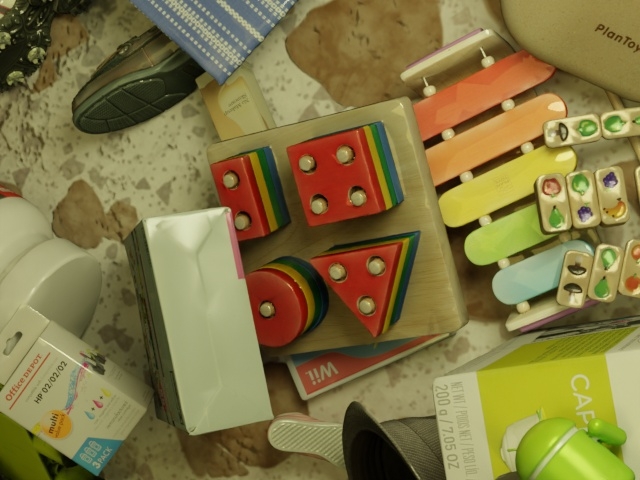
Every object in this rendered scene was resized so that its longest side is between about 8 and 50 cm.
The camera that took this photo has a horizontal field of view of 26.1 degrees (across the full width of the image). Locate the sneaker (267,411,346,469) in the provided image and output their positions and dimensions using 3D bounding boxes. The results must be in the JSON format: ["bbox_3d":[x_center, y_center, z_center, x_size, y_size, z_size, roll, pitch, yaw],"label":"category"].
[{"bbox_3d":[0.002,0.229,1.597,0.134,0.070,0.051,14,90,-7],"label":"sneaker"}]

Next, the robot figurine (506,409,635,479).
[{"bbox_3d":[0.208,0.192,1.123,0.115,0.067,0.101,40,104,18],"label":"robot figurine"}]

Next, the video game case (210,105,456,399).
[{"bbox_3d":[0.011,0.017,1.590,0.204,0.025,0.285,-26,83,22],"label":"video game case"}]

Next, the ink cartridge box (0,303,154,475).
[{"bbox_3d":[-0.291,0.166,1.539,0.181,0.061,0.104,35,105,-6],"label":"ink cartridge box"}]

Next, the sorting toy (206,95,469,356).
[{"bbox_3d":[0.000,0.000,1.491,0.257,0.089,0.255,-11,99,31],"label":"sorting toy"}]

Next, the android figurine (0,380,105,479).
[{"bbox_3d":[-0.384,0.238,1.689,0.273,0.056,0.248,20,142,30],"label":"android figurine"}]

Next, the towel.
[{"bbox_3d":[-0.082,-0.375,1.563,0.243,0.040,0.336,43,93,13],"label":"towel"}]

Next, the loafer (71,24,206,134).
[{"bbox_3d":[-0.184,-0.219,1.637,0.267,0.096,0.084,-28,63,15],"label":"loafer"}]

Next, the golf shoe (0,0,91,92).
[{"bbox_3d":[-0.384,-0.288,1.716,0.273,0.105,0.120,-43,61,13],"label":"golf shoe"}]

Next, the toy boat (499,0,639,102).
[{"bbox_3d":[0.292,-0.253,1.398,0.231,0.151,0.151,23,131,-15],"label":"toy boat"}]

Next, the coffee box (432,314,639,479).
[{"bbox_3d":[0.336,0.246,1.291,0.334,0.338,0.337,-10,89,23],"label":"coffee box"}]

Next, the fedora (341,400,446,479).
[{"bbox_3d":[0.129,0.262,1.452,0.124,0.275,0.243,-26,56,-19],"label":"fedora"}]

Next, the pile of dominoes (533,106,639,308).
[{"bbox_3d":[0.345,-0.043,1.383,0.251,0.040,0.196,-8,86,3],"label":"pile of dominoes"}]

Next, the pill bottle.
[{"bbox_3d":[-0.462,0.011,1.692,0.363,0.210,0.210,28,103,19],"label":"pill bottle"}]

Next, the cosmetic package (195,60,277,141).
[{"bbox_3d":[-0.095,-0.152,1.604,0.060,0.041,0.115,-33,67,19],"label":"cosmetic package"}]

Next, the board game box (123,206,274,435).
[{"bbox_3d":[-0.142,0.088,1.511,0.098,0.303,0.224,-10,89,-13],"label":"board game box"}]

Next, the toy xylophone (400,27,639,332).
[{"bbox_3d":[0.224,-0.079,1.463,0.236,0.081,0.322,-34,80,21],"label":"toy xylophone"}]
